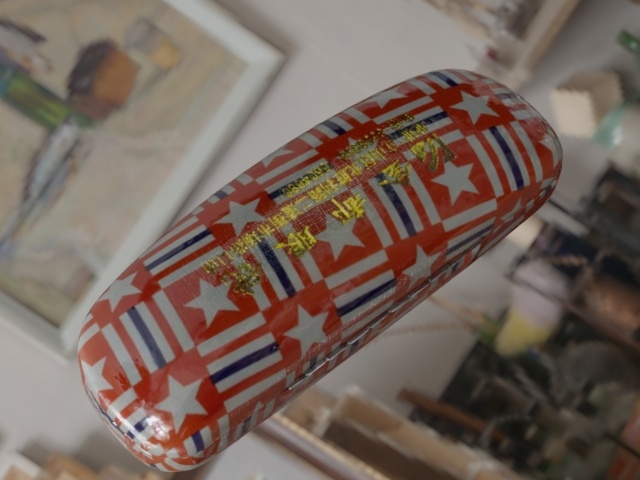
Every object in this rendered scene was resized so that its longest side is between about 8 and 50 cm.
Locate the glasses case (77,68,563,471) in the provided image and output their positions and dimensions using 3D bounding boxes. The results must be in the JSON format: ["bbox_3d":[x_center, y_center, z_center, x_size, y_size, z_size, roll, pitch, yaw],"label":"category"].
[{"bbox_3d":[0.000,0.000,0.577,0.194,0.073,0.049,-36,-24,-22],"label":"glasses case"}]
